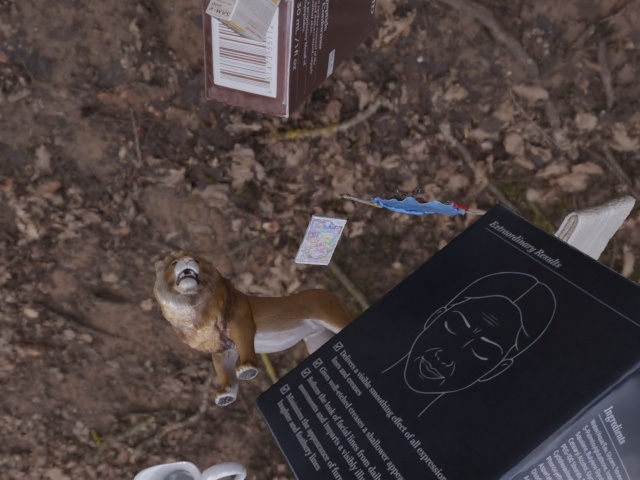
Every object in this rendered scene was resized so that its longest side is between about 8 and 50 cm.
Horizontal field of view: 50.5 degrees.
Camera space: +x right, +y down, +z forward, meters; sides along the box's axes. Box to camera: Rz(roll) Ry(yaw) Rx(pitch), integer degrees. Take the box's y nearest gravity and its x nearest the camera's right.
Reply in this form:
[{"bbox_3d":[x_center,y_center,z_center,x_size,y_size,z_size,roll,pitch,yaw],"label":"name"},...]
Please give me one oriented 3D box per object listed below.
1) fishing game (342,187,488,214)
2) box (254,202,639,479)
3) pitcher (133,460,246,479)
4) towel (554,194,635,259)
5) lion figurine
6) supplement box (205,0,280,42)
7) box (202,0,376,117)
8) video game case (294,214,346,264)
[{"bbox_3d":[0.192,-0.075,1.317,0.264,0.041,0.189,7,178,43],"label":"fishing game"},{"bbox_3d":[0.175,0.195,0.762,0.395,0.293,0.212,-38,124,-4],"label":"box"},{"bbox_3d":[-0.184,0.417,1.109,0.178,0.125,0.207,-18,145,5],"label":"pitcher"},{"bbox_3d":[0.636,0.005,1.663,0.187,0.049,0.282,-17,145,-23],"label":"towel"},{"bbox_3d":[-0.075,0.135,1.116,0.392,0.240,0.142,9,132,-29],"label":"lion figurine"},{"bbox_3d":[-0.069,-0.263,0.695,0.036,0.098,0.062,28,-174,28],"label":"supplement box"},{"bbox_3d":[-0.029,-0.356,1.036,0.143,0.381,0.191,16,129,14],"label":"box"},{"bbox_3d":[0.000,0.000,1.514,0.087,0.011,0.122,5,119,-33],"label":"video game case"}]
